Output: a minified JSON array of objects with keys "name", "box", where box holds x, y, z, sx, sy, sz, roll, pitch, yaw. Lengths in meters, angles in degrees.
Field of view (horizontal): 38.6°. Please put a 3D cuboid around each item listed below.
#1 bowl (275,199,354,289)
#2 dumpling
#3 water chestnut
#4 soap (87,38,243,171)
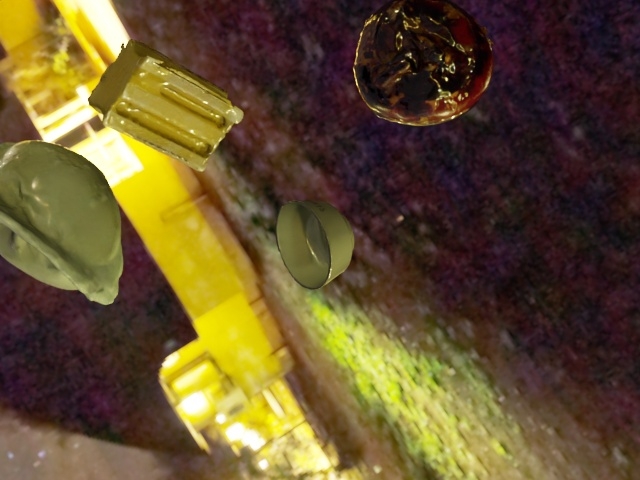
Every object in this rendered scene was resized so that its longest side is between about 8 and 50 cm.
[{"name":"bowl","box":[0.000,0.000,2.082,0.211,0.112,0.211,25,122,48]},{"name":"dumpling","box":[-0.442,-0.058,1.467,0.321,0.212,0.270,13,144,37]},{"name":"water chestnut","box":[0.215,-0.379,1.900,0.300,0.300,0.300,55,169,15]},{"name":"soap","box":[-0.248,-0.216,1.482,0.233,0.135,0.076,25,-162,-48]}]
